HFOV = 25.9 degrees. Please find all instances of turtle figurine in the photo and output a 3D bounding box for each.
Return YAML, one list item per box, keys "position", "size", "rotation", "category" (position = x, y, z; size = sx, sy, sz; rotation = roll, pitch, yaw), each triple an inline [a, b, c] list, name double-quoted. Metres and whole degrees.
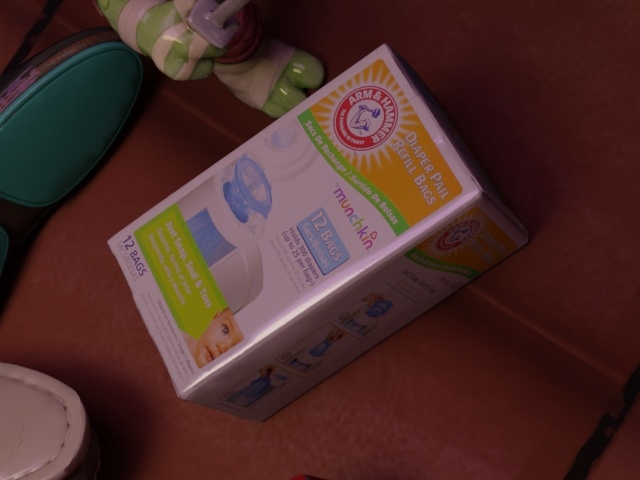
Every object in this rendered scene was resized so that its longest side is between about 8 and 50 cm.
- position: [-0.037, -0.176, 0.780]
  size: [0.274, 0.266, 0.198]
  rotation: [-21, 68, 18]
  category: "turtle figurine"

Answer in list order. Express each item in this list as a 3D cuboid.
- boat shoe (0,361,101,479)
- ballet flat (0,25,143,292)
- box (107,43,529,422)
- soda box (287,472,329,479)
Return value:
- position: [-0.273, 0.158, 0.884]
  size: [0.324, 0.097, 0.117]
  rotation: [-12, 44, 19]
  category: "boat shoe"
- position: [-0.228, -0.035, 0.926]
  size: [0.096, 0.095, 0.280]
  rotation: [35, 91, 40]
  category: "ballet flat"
- position: [0.000, 0.000, 0.805]
  size: [0.203, 0.103, 0.114]
  rotation: [-34, 65, 11]
  category: "box"
- position: [-0.086, 0.228, 0.782]
  size: [0.263, 0.092, 0.083]
  rotation: [-29, 66, 13]
  category: "soda box"
